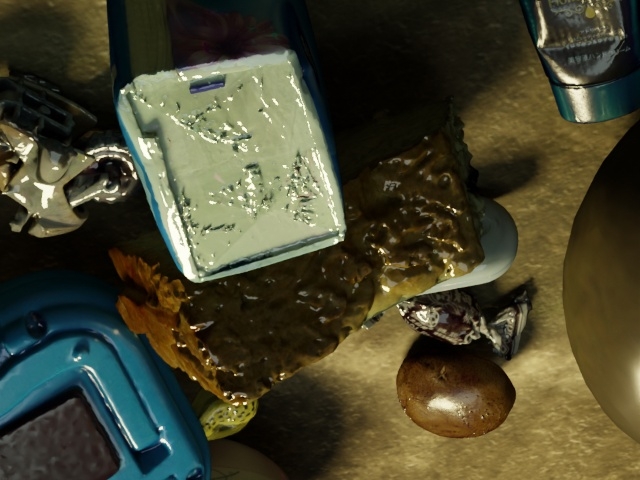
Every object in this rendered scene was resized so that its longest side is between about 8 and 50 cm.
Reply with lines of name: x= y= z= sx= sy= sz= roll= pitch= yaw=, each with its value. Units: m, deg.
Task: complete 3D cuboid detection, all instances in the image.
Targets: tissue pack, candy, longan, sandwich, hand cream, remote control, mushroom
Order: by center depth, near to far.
tissue pack: x=-0.075 y=-0.134 z=1.287 sx=0.146 sy=0.263 sz=0.198 roll=-14 pitch=133 yaw=3
hand cream: x=0.215 y=-0.220 z=1.422 sx=0.120 sy=0.061 sz=0.270 roll=-13 pitch=128 yaw=10
sandwich: x=0.000 y=0.000 z=1.433 sx=0.325 sy=0.262 sz=0.131 roll=-31 pitch=104 yaw=-16
longan: x=0.404 y=0.036 z=1.519 sx=0.404 sy=0.336 sz=0.404 roll=-15 pitch=115 yaw=-35
remote control: x=0.065 y=0.012 z=1.593 sx=0.244 sy=0.087 sz=0.047 roll=-11 pitch=154 yaw=0
candy: x=0.115 y=0.065 z=1.687 sx=0.226 sy=0.051 sz=0.094 roll=19 pitch=126 yaw=-27
mushroom: x=0.137 y=0.153 z=1.759 sx=0.127 sy=0.087 sz=0.127 roll=11 pitch=142 yaw=8

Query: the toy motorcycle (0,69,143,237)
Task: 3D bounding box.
toy motorcycle: x=-0.262 y=-0.075 z=1.444 sx=0.229 sy=0.094 sz=0.130 roll=28 pitch=126 yaw=-27

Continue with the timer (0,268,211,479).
timer: x=-0.280 y=0.208 z=1.548 sx=0.340 sy=0.115 sz=0.309 roll=-29 pitch=116 yaw=-9

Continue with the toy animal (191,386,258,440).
toy animal: x=-0.094 y=0.136 z=1.678 sx=0.136 sy=0.073 sz=0.181 roll=-9 pitch=111 yaw=-15

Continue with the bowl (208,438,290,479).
bowl: x=-0.145 y=0.307 z=1.815 sx=0.287 sy=0.144 sz=0.287 roll=-5 pitch=136 yaw=-5
